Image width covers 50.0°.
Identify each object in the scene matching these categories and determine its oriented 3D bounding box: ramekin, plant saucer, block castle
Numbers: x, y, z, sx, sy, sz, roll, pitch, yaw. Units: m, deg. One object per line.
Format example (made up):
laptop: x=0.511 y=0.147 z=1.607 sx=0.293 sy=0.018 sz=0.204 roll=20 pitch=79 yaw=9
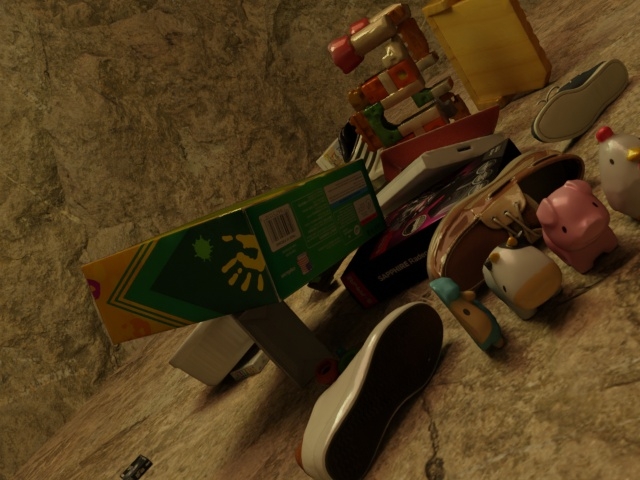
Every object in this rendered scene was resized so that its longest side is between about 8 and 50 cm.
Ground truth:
ramekin: x=-0.232 y=0.232 z=1.667 sx=0.273 sy=0.127 sz=0.273 roll=-49 pitch=0 yaw=0
plant saucer: x=0.263 y=-0.189 z=1.494 sx=0.258 sy=0.048 sz=0.259 roll=-22 pitch=-11 yaw=4
block castle: x=0.210 y=-0.354 z=1.748 sx=0.213 sy=0.453 sz=0.303 roll=-27 pitch=17 yaw=28

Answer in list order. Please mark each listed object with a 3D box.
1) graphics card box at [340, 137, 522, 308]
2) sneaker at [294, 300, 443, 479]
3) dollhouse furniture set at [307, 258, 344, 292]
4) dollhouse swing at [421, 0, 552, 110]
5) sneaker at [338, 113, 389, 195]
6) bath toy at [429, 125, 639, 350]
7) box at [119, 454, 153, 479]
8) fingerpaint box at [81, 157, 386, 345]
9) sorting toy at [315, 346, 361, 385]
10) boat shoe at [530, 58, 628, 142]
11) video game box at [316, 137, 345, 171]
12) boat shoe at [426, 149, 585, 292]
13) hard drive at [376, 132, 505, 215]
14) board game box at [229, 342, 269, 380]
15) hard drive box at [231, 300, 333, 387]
graphics card box: x=0.224 y=-0.030 z=1.329 sx=0.371 sy=0.094 sz=0.233 roll=-32 pitch=13 yaw=36
sneaker: x=0.058 y=0.197 z=0.944 sx=0.290 sy=0.106 sz=0.123 roll=-49 pitch=15 yaw=-29
dollhouse furniture set: x=0.000 y=0.000 z=1.576 sx=0.197 sy=0.151 sz=0.301 roll=-56 pitch=-1 yaw=-1
dollhouse swing: x=0.516 y=-0.588 z=1.921 sx=0.305 sy=0.347 sz=0.315 roll=-13 pitch=28 yaw=50
sneaker: x=0.220 y=-0.317 z=2.062 sx=0.169 sy=0.257 sz=0.447 roll=-30 pitch=15 yaw=47
bath toy: x=0.304 y=-0.013 z=0.875 sx=0.348 sy=0.129 sz=0.151 roll=-40 pitch=10 yaw=-1
box: x=-0.419 y=0.522 z=1.559 sx=0.067 sy=0.018 sz=0.083 roll=-45 pitch=12 yaw=-25
fingerpaint box: x=-0.137 y=0.012 z=1.273 sx=0.371 sy=0.163 sz=0.445 roll=-17 pitch=7 yaw=30
sorting toy: x=0.040 y=0.214 z=1.149 sx=0.102 sy=0.042 sz=0.061 roll=-21 pitch=35 yaw=30
boat shoe: x=0.493 y=-0.268 z=1.339 sx=0.254 sy=0.095 sz=0.079 roll=-43 pitch=12 yaw=-18
video game box: x=0.088 y=-0.272 z=2.545 sx=0.048 sy=0.187 sz=0.205 roll=-34 pitch=12 yaw=33
boat shoe: x=0.289 y=-0.036 z=1.059 sx=0.324 sy=0.123 sz=0.116 roll=-47 pitch=14 yaw=-20
hard drive: x=0.237 y=-0.132 z=1.486 sx=0.203 sy=0.040 sz=0.307 roll=-17 pitch=-10 yaw=-23
board game box: x=-0.137 y=0.257 z=1.615 sx=0.103 sy=0.026 sz=0.154 roll=-29 pitch=15 yaw=46
hard drive box: x=-0.092 y=0.178 z=1.360 sx=0.089 sy=0.181 sz=0.232 roll=-43 pitch=11 yaw=-11
